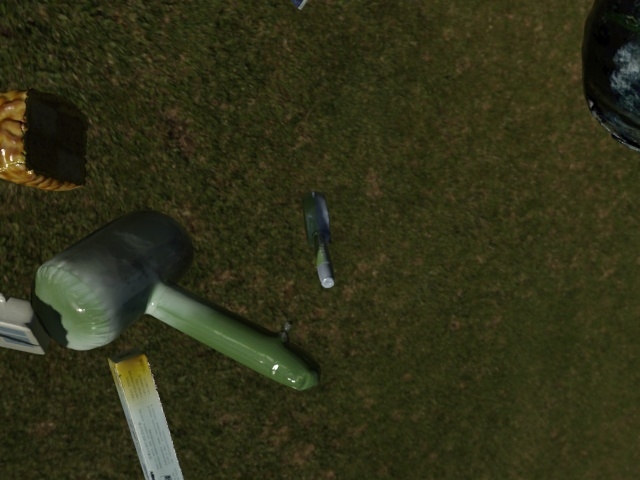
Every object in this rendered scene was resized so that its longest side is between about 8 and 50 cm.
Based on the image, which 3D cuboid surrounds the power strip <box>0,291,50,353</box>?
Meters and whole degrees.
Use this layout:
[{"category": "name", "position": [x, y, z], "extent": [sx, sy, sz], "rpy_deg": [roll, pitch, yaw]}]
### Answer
[{"category": "power strip", "position": [-0.492, 0.130, 0.910], "extent": [0.118, 0.270, 0.046], "rpy_deg": [13, 67, -16]}]

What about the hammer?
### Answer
[{"category": "hammer", "position": [-0.149, 0.086, 0.694], "extent": [0.206, 0.336, 0.119], "rpy_deg": [-53, 164, -54]}]

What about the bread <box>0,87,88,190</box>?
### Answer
[{"category": "bread", "position": [-0.530, -0.188, 1.100], "extent": [0.096, 0.222, 0.181], "rpy_deg": [-3, 87, 8]}]

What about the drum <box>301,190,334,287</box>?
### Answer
[{"category": "drum", "position": [-0.002, -0.019, 1.164], "extent": [0.049, 0.253, 0.130], "rpy_deg": [-7, 114, -4]}]

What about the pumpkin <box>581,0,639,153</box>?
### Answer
[{"category": "pumpkin", "position": [0.298, -0.169, 0.427], "extent": [0.233, 0.163, 0.233], "rpy_deg": [-31, 143, -27]}]

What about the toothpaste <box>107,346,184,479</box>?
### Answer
[{"category": "toothpaste", "position": [-0.348, 0.377, 1.188], "extent": [0.071, 0.089, 0.312], "rpy_deg": [-19, 99, -30]}]

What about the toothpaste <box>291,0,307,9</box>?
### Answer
[{"category": "toothpaste", "position": [-0.073, -0.490, 1.105], "extent": [0.140, 0.021, 0.037], "rpy_deg": [25, 113, -42]}]
